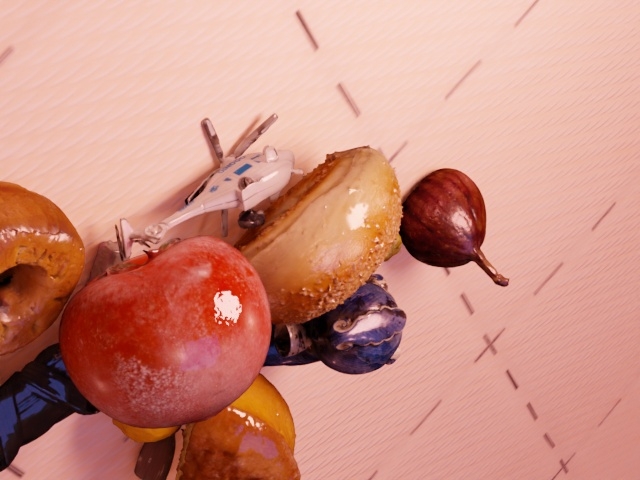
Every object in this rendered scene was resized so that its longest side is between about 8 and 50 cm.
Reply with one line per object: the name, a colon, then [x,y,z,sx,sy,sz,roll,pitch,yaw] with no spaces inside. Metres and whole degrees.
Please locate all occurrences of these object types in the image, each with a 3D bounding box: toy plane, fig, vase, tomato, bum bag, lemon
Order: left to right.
bum bag: [-0.389,0.229,1.931,0.326,0.080,0.142,-35,131,-13]
lemon: [-0.246,0.230,2.107,0.114,0.114,0.155,-17,136,-41]
vase: [-0.247,0.317,2.238,0.053,0.053,0.100,-3,118,-49]
tomato: [-0.187,0.120,1.830,0.270,0.270,0.227,-28,95,-32]
toy plane: [-0.141,-0.065,1.957,0.273,0.107,0.182,-16,122,-45]
fig: [0.201,-0.017,2.374,0.149,0.202,0.148,-21,134,16]

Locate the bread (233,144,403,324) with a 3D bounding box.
bread: [0.000,0.000,2.045,0.305,0.159,0.305,-43,-173,7]

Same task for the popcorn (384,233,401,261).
popcorn: [0.059,-0.014,2.250,0.126,0.126,0.145,-34,167,17]

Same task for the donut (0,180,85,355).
donut: [-0.392,0.035,1.754,0.226,0.114,0.226,-32,143,-28]

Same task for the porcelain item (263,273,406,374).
porcelain item: [-0.008,0.131,2.186,0.186,0.288,0.138,-12,96,-33]

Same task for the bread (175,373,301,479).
bread: [-0.125,0.333,2.211,0.179,0.194,0.340,8,128,-7]

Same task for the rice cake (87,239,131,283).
rice cake: [-0.307,0.093,1.978,0.047,0.036,0.206,4,118,-38]
